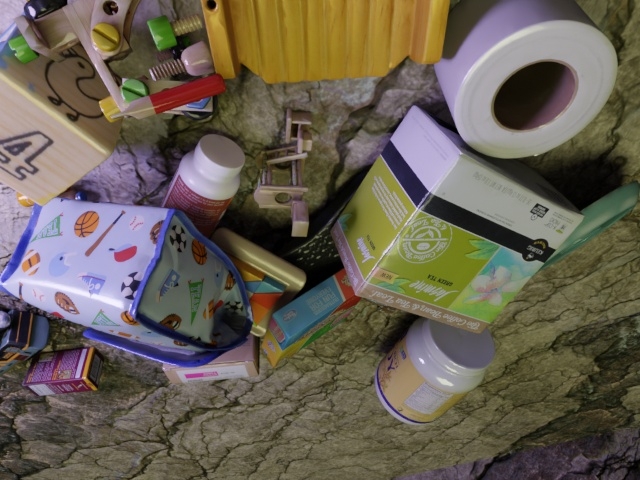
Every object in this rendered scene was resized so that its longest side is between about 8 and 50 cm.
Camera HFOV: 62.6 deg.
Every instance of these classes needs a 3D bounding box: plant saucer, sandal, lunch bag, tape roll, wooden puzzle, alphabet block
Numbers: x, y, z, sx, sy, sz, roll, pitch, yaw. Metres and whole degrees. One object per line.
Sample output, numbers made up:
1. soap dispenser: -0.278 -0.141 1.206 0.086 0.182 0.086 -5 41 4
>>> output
1. plant saucer: 0.558 -0.014 1.150 0.318 0.043 0.317 -29 161 -11
2. sandal: 0.003 0.000 1.208 0.446 0.107 0.168 -40 127 17
3. lunch bag: -0.345 0.101 1.038 0.328 0.238 0.385 9 159 21
4. tape roll: 0.322 -0.279 0.860 0.246 0.169 0.246 -3 137 -2
5. wooden puzzle: -0.176 0.105 1.168 0.221 0.044 0.238 30 128 -8
6. alphabet block: -0.457 -0.210 0.850 0.194 0.192 0.197 -27 135 25

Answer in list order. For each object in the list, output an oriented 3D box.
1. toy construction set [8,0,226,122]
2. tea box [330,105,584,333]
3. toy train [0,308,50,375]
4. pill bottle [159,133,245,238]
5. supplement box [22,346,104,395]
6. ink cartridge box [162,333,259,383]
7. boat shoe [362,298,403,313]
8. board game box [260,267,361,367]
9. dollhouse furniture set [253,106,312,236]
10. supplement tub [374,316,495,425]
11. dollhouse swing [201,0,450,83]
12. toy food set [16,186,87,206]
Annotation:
1. toy construction set: -0.281 -0.241 0.718 0.237 0.309 0.257 -23 130 -11
2. tea box: 0.253 -0.029 1.042 0.329 0.220 0.323 19 119 -26
3. toy train: -0.881 0.285 1.408 0.334 0.142 0.190 -33 140 28
4. pill bottle: -0.233 -0.101 1.041 0.121 0.121 0.216 18 134 -24
5. supplement box: -0.750 0.386 1.547 0.188 0.104 0.080 -7 138 3
6. ink cartridge box: -0.280 0.267 1.392 0.235 0.193 0.088 -5 138 1
7. boat shoe: 0.183 0.165 1.417 0.183 0.066 0.066 14 136 -20
8. board game box: -0.017 0.184 1.267 0.242 0.064 0.316 -31 165 -22
9. dollhouse furniture set: -0.071 -0.129 0.979 0.101 0.181 0.160 2 138 -8
10. supplement tub: 0.323 0.360 1.518 0.241 0.241 0.331 11 135 -17
11. dollhouse swing: 0.014 -0.292 0.718 0.347 0.304 0.315 -5 138 -2
12. toy food set: -0.516 -0.019 1.101 0.105 0.111 0.232 -15 106 11
